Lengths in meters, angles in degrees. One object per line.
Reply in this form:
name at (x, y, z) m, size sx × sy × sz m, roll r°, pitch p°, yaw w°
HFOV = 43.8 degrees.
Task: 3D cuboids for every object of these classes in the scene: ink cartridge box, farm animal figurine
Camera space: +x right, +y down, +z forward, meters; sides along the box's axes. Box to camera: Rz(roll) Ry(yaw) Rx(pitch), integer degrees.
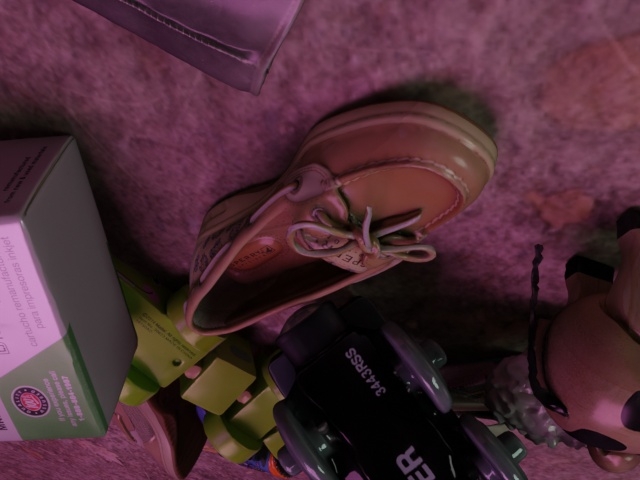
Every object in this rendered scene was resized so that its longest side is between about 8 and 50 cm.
ink cartridge box at (-0.313, 0.047, 0.608) m, size 0.289 × 0.121 × 0.211 m, roll -5°, pitch 124°, yaw 6°
farm animal figurine at (0.275, 0.098, 0.469) m, size 0.327 × 0.172 × 0.330 m, roll 12°, pitch 150°, yaw 9°

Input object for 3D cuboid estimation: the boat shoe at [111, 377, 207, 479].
boat shoe at (-0.199, 0.186, 0.939) m, size 0.098 × 0.109 × 0.302 m, roll 15°, pitch 146°, yaw 16°

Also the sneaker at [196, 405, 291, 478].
sneaker at (-0.103, 0.245, 1.001) m, size 0.087 × 0.083 × 0.221 m, roll -2°, pitch 144°, yaw 24°

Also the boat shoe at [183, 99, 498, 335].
boat shoe at (0.000, 0.000, 0.530) m, size 0.105 × 0.089 × 0.285 m, roll 31°, pitch 147°, yaw -22°

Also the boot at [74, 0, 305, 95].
boot at (-0.120, -0.133, 0.404) m, size 0.209 × 0.076 × 0.190 m, roll 20°, pitch 153°, yaw -18°

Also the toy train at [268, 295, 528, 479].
toy train at (0.082, 0.185, 0.616) m, size 0.334 × 0.142 × 0.190 m, roll 52°, pitch 178°, yaw 1°

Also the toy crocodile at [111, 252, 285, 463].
toy crocodile at (-0.111, 0.122, 0.792) m, size 0.115 × 0.105 × 0.340 m, roll -43°, pitch 122°, yaw 12°

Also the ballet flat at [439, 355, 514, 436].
ballet flat at (0.106, 0.150, 0.738) m, size 0.222 × 0.079 × 0.077 m, roll -7°, pitch 145°, yaw 37°
